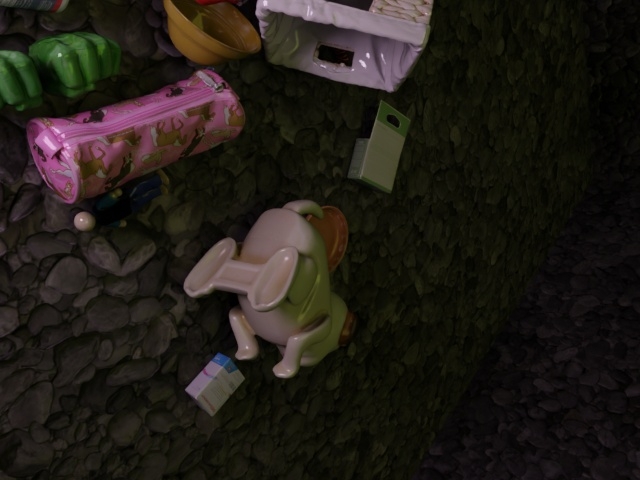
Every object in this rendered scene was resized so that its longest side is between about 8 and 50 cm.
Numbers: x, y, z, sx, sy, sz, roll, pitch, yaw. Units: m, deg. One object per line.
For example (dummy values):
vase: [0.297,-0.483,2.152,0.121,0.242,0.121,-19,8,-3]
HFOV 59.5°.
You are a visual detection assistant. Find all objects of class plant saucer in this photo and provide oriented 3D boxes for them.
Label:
plant saucer: [0.000,0.000,1.553,0.200,0.037,0.200,-16,113,-43]

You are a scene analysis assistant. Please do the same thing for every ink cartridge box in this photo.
ink cartridge box: [-0.256,0.350,1.362,0.122,0.052,0.088,-49,132,-29]
ink cartridge box: [0.175,-0.272,1.652,0.171,0.056,0.235,17,85,-49]

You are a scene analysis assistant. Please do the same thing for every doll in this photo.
doll: [-0.381,-0.068,1.076,0.189,0.046,0.129,-35,165,-33]

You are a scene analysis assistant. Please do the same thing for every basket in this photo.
basket: [0.059,-0.505,1.164,0.331,0.328,0.266,-164,-94,-87]

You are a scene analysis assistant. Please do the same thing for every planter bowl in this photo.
planter bowl: [-0.230,-0.411,1.102,0.217,0.217,0.090,2,141,-48]

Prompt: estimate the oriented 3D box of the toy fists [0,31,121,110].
toy fists: [-0.453,-0.267,0.891,0.279,0.142,0.096,-31,123,-38]

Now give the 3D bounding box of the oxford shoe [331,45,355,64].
oxford shoe: [0.067,-0.508,1.436,0.271,0.097,0.098,13,98,-49]

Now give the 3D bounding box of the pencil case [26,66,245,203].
pencil case: [-0.328,-0.200,1.032,0.386,0.160,0.167,-32,136,-36]

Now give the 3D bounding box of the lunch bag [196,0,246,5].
lunch bag: [-0.213,-0.571,1.048,0.293,0.120,0.258,-6,95,-52]

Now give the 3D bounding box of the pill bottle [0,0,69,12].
pill bottle: [-0.484,-0.409,0.841,0.180,0.108,0.108,-13,110,-45]

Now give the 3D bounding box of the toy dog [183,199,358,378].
toy dog: [-0.077,0.141,1.374,0.408,0.284,0.395,61,39,-40]
